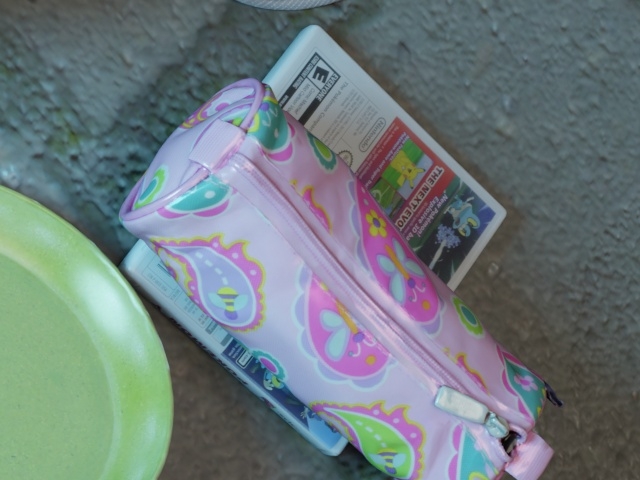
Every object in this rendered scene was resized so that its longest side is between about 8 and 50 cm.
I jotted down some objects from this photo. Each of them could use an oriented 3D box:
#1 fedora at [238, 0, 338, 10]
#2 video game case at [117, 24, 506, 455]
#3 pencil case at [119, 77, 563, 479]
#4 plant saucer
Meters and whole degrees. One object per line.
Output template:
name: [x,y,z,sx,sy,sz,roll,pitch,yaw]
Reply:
fedora: [-0.001,-0.283,1.103,0.244,0.124,0.275,-18,97,-25]
video game case: [0.000,0.000,1.155,0.183,0.023,0.201,43,70,-19]
pencil case: [0.015,0.039,1.081,0.284,0.124,0.124,47,70,-17]
plant saucer: [-0.193,0.069,0.994,0.241,0.037,0.241,21,46,-23]
